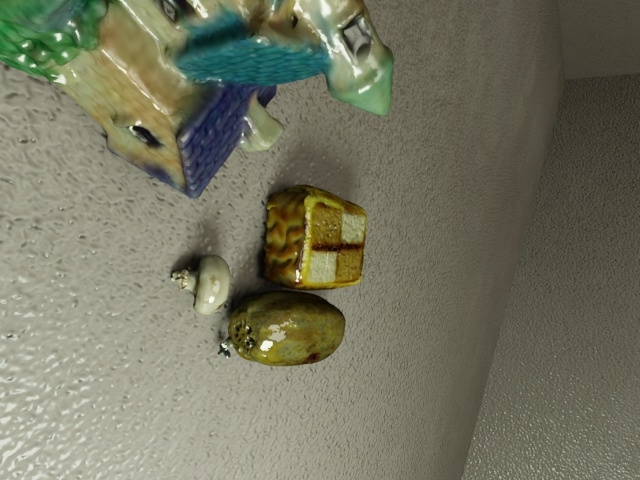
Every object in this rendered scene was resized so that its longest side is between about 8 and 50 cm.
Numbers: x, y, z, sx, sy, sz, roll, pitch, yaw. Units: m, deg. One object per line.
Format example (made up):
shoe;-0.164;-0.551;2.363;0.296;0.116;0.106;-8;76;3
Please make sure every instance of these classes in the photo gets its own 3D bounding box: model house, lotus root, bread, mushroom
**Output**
model house;-0.105;-0.187;0.410;0.280;0.312;0.245;52;54;-42
lotus root;-0.048;0.144;0.705;0.241;0.124;0.122;9;92;-53
bread;0.000;0.000;0.757;0.222;0.096;0.181;8;90;-54
mushroom;-0.167;0.060;0.587;0.079;0.085;0.085;8;91;-18
